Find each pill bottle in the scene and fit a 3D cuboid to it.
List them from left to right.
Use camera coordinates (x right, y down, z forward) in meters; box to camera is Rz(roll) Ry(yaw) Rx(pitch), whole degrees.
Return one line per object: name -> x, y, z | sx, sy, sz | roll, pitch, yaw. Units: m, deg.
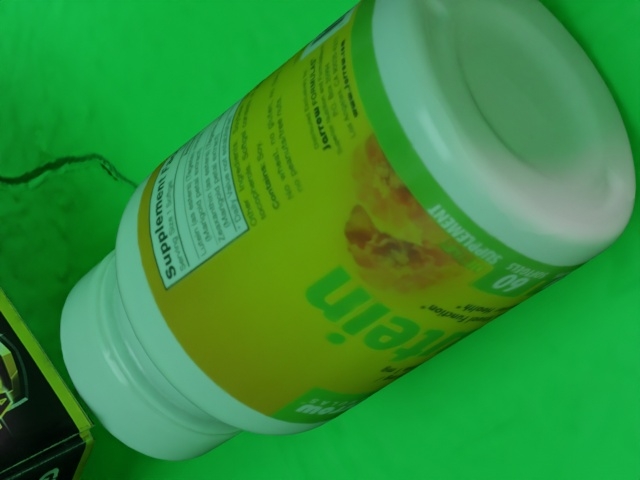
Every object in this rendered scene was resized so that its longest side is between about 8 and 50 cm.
pill bottle -> 0.000, 0.000, 0.767 | 0.245, 0.136, 0.136 | -36, 76, 36

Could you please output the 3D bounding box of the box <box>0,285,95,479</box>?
box -> -0.240, 0.086, 0.933 | 0.257, 0.079, 0.322 | 54, 146, 19
